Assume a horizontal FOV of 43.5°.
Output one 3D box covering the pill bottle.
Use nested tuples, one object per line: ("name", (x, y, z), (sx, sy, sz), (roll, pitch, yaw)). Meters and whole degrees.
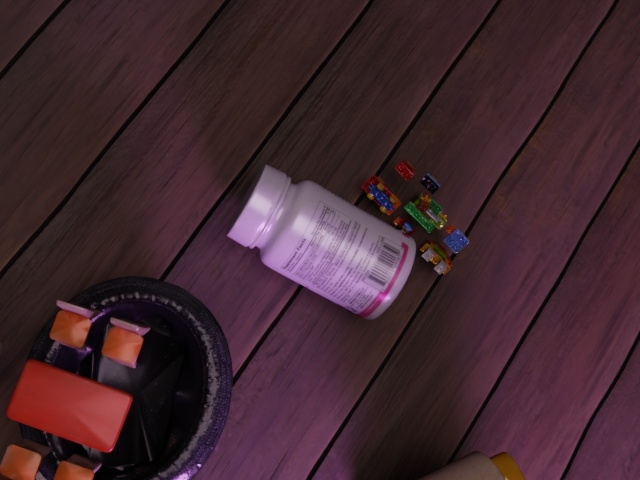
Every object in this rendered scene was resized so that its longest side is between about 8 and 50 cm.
("pill bottle", (0.000, 0.000, 1.325), (0.283, 0.160, 0.160), (29, 77, -10))

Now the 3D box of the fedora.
("fedora", (-0.283, 0.226, 1.215), (0.334, 0.152, 0.334), (1, 80, -4))

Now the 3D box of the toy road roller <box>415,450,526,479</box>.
("toy road roller", (0.216, 0.486, 1.238), (0.203, 0.329, 0.240), (-21, 67, -17))

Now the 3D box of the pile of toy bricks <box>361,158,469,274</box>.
("pile of toy bricks", (0.182, -0.054, 1.417), (0.212, 0.105, 0.118), (46, 112, -1))

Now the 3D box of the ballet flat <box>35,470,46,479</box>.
("ballet flat", (-0.378, 0.382, 1.220), (0.077, 0.091, 0.241), (-42, 91, 9))

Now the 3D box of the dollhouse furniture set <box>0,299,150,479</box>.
("dollhouse furniture set", (-0.383, 0.201, 1.066), (0.259, 0.135, 0.262), (19, 80, 0))
